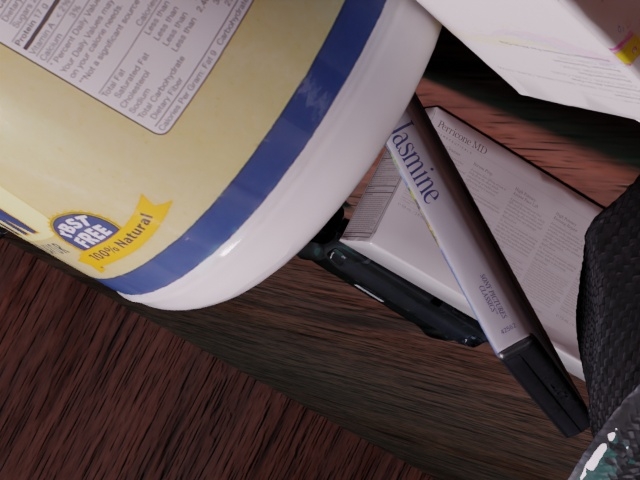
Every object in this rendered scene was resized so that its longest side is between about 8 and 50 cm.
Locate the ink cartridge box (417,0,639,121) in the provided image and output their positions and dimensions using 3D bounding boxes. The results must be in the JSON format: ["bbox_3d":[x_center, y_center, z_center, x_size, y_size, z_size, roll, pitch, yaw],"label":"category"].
[{"bbox_3d":[0.095,-0.109,0.705,0.090,0.092,0.143,18,166,45],"label":"ink cartridge box"}]

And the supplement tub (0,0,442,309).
[{"bbox_3d":[-0.129,-0.135,0.760,0.316,0.228,0.228,31,170,-23],"label":"supplement tub"}]

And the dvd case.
[{"bbox_3d":[0.065,-0.025,1.012,0.253,0.022,0.180,63,-173,24],"label":"dvd case"}]

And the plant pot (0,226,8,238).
[{"bbox_3d":[-0.381,-0.082,1.911,0.167,0.187,0.188,-2,152,47],"label":"plant pot"}]

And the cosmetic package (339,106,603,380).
[{"bbox_3d":[0.139,0.014,1.242,0.239,0.099,0.060,30,172,-18],"label":"cosmetic package"}]

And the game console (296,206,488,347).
[{"bbox_3d":[0.000,0.000,1.708,0.361,0.044,0.213,32,171,-28],"label":"game console"}]

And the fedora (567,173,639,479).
[{"bbox_3d":[0.217,0.056,0.938,0.334,0.334,0.152,39,-165,-52],"label":"fedora"}]
